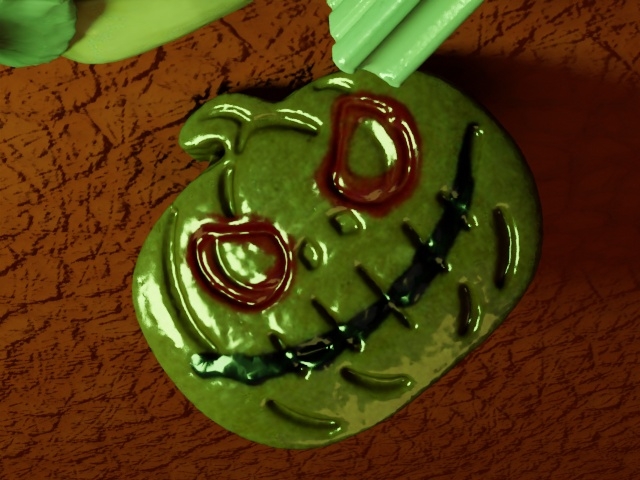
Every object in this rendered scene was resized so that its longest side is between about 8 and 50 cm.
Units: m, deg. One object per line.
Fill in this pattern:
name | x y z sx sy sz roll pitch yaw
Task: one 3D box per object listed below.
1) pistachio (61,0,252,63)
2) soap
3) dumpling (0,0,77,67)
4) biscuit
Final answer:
pistachio | -0.121 -0.203 1.074 0.200 0.117 0.145 -21 -178 12
soap | 0.082 -0.216 1.063 0.066 0.119 0.198 16 142 -28
dumpling | -0.353 -0.159 1.012 0.320 0.212 0.270 37 157 11
biscuit | 0.000 0.000 1.269 0.367 0.314 0.063 -40 179 13
